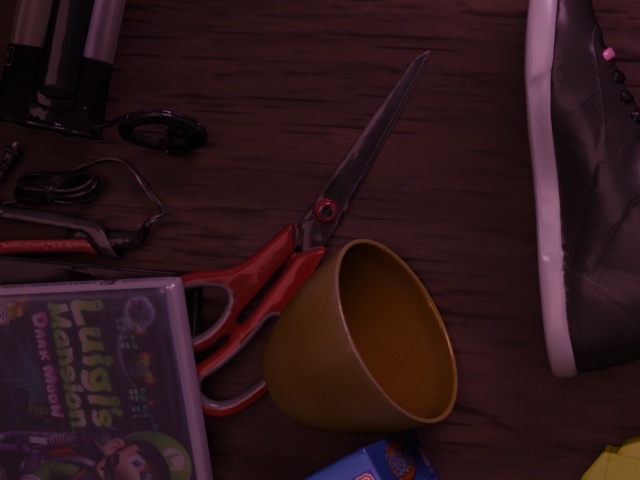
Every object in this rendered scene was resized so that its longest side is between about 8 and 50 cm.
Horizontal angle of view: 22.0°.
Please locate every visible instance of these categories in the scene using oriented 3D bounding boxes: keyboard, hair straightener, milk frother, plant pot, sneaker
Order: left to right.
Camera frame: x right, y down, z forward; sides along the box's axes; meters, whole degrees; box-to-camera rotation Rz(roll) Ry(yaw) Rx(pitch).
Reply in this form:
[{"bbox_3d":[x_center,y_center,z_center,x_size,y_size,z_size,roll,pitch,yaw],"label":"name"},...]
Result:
[{"bbox_3d":[-0.225,-0.030,1.218,0.230,0.047,0.089,0,89,14],"label":"hair straightener"},{"bbox_3d":[-0.177,0.069,1.207,0.180,0.023,0.108,5,95,9],"label":"keyboard"},{"bbox_3d":[-0.150,-0.137,1.189,0.143,0.129,0.135,10,92,-29],"label":"milk frother"},{"bbox_3d":[0.016,0.079,1.123,0.095,0.134,0.134,-29,82,28],"label":"plant pot"},{"bbox_3d":[0.212,-0.061,1.088,0.146,0.104,0.296,-5,93,12],"label":"sneaker"}]

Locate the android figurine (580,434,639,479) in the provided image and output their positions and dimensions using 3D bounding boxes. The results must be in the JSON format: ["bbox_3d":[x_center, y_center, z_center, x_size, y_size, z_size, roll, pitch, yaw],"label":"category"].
[{"bbox_3d":[0.243,0.239,1.091,0.248,0.056,0.273,9,91,14],"label":"android figurine"}]

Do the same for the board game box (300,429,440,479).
[{"bbox_3d":[-0.032,0.200,1.107,0.210,0.160,0.047,-31,81,11],"label":"board game box"}]

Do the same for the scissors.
[{"bbox_3d":[0.000,0.000,1.177,0.297,0.021,0.109,-43,95,-1],"label":"scissors"}]

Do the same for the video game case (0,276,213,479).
[{"bbox_3d":[-0.168,0.122,1.182,0.173,0.022,0.190,-3,105,16],"label":"video game case"}]
